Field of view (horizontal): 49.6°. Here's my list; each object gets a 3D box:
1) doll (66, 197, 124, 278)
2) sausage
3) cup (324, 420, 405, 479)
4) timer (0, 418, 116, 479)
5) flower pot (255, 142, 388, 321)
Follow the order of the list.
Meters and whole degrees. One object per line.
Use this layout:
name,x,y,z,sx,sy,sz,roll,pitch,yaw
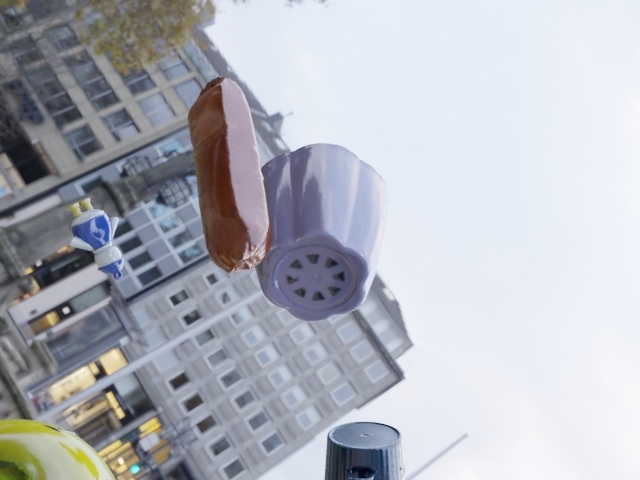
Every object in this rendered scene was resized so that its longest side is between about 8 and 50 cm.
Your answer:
doll,-0.362,0.000,1.133,0.058,0.099,0.142,-14,-73,44
sausage,-0.136,-0.102,1.033,0.097,0.094,0.348,-34,-128,31
cup,0.062,0.354,0.977,0.176,0.131,0.155,-33,122,-82
timer,-0.343,0.303,0.726,0.285,0.285,0.285,47,-25,30
flower pot,0.000,0.000,1.200,0.243,0.265,0.265,-92,169,-57
